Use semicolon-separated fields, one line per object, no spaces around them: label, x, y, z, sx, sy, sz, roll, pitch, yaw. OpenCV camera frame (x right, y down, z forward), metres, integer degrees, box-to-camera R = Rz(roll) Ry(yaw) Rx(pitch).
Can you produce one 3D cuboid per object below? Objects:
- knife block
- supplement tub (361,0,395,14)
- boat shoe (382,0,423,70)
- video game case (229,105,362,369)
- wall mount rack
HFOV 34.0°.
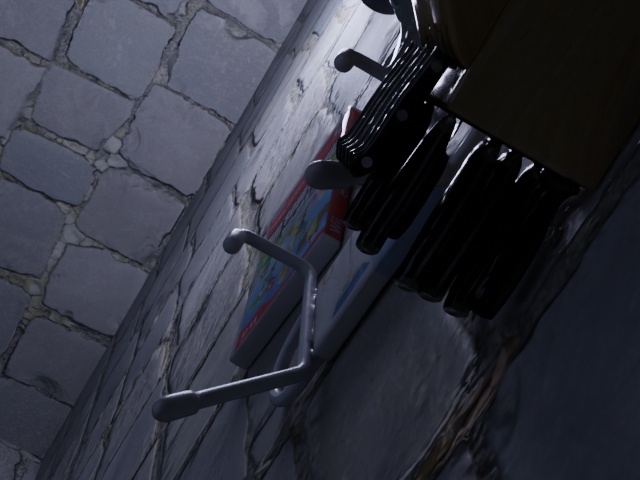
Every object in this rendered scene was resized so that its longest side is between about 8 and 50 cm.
knife block;0.136;-0.084;0.583;0.275;0.242;0.088;-16;15;-3
supplement tub;0.106;-0.373;1.303;0.106;0.106;0.198;-42;21;57
boat shoe;0.112;-0.245;1.023;0.227;0.081;0.079;-54;14;31
video game case;-0.022;-0.011;1.189;0.204;0.025;0.285;-53;14;32
wall mount rack;0.000;0.000;0.799;0.350;0.130;0.304;-57;12;23
